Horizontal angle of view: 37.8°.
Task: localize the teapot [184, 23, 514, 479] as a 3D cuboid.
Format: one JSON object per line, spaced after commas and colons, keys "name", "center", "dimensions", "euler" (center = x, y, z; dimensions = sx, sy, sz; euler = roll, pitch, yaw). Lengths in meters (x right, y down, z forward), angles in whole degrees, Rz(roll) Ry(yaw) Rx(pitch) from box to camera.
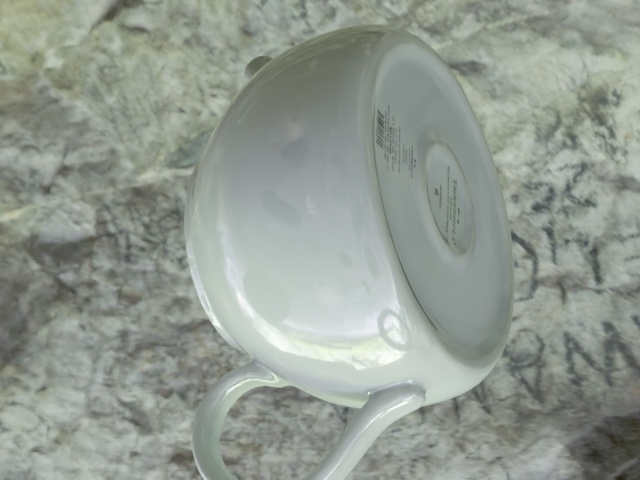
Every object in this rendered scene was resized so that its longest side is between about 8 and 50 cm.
{"name": "teapot", "center": [0.000, 0.000, 0.599], "dimensions": [0.187, 0.256, 0.252], "euler": [-15, -79, 28]}
